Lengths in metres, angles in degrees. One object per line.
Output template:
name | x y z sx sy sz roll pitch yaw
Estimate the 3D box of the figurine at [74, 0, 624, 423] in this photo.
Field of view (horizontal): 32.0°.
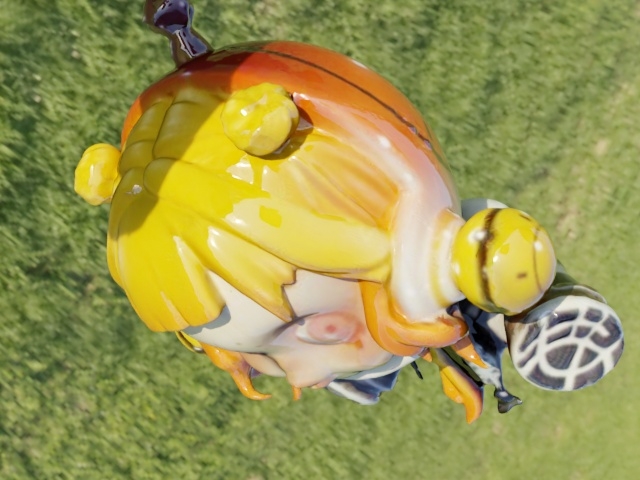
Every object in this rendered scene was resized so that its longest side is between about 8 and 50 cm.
figurine | 0.002 -0.003 0.694 0.323 0.320 0.196 31 60 -36
